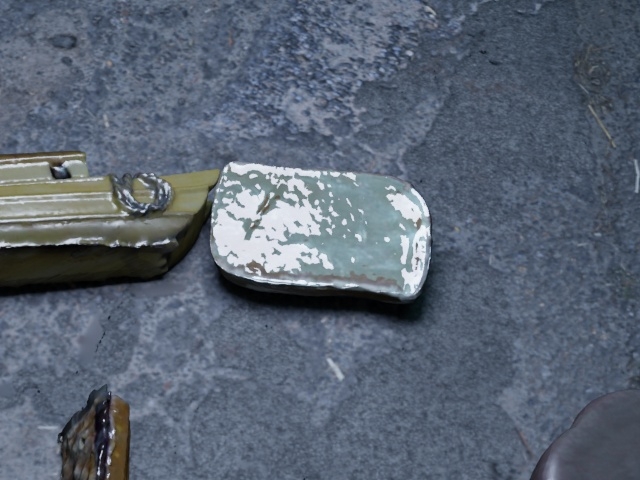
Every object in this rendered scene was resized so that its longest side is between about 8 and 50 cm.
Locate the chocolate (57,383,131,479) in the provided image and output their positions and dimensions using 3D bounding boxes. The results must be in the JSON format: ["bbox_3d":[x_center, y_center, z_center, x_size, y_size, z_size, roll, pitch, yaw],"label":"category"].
[{"bbox_3d":[-0.215,0.295,1.500,0.065,0.102,0.329,22,41,-27],"label":"chocolate"}]

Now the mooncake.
[{"bbox_3d":[0.336,0.300,1.534,0.306,0.154,0.306,4,49,-4],"label":"mooncake"}]

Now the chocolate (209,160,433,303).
[{"bbox_3d":[0.000,0.002,1.799,0.254,0.080,0.157,5,63,-2],"label":"chocolate"}]

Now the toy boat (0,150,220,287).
[{"bbox_3d":[-0.329,-0.029,1.752,0.445,0.136,0.162,-3,53,-18],"label":"toy boat"}]
